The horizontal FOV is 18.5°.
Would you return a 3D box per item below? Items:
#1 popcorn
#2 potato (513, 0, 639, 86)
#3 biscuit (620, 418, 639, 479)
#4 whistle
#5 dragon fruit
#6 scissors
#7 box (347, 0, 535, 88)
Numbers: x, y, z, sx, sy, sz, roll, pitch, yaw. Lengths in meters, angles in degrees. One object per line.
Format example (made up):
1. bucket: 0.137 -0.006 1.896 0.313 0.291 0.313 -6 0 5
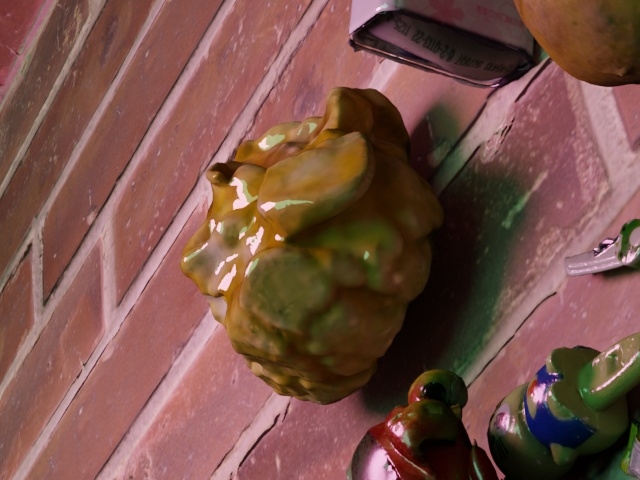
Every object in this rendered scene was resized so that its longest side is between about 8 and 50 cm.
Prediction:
1. popcorn: 0.005 0.010 2.095 0.292 0.293 0.334 -27 35 -2
2. potato: 0.330 -0.288 1.619 0.397 0.290 0.296 -8 99 26
3. biscuit: 0.306 0.212 1.541 0.292 0.026 0.048 -141 64 -65
4. whistle: 0.216 0.145 1.706 0.227 0.085 0.105 -47 30 46
5. dragon fruit: 0.108 0.257 1.731 0.268 0.130 0.295 67 -174 -56
6. scissors: 0.281 0.004 1.720 0.204 0.027 0.101 -26 50 57
7. box: 0.137 -0.349 2.057 0.112 0.190 0.370 -31 48 59
